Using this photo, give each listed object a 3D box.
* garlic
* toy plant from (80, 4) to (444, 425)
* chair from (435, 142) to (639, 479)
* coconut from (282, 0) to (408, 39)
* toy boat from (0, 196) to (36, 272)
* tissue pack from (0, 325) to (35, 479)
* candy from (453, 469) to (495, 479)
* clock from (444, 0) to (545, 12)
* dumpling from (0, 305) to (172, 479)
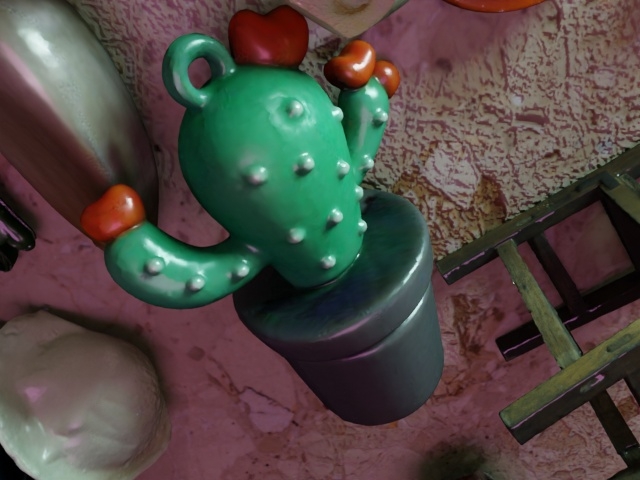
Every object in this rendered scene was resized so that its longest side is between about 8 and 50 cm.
[{"bbox_3d":[-0.210,-0.099,0.449,0.143,0.112,0.318,11,134,29],"label":"garlic"},{"bbox_3d":[-0.012,0.006,0.487,0.280,0.185,0.400,-25,129,1],"label":"toy plant"},{"bbox_3d":[0.357,0.037,0.524,0.416,0.240,0.203,-33,118,16],"label":"chair"},{"bbox_3d":[0.018,-0.203,0.379,0.122,0.116,0.116,21,118,-25],"label":"coconut"},{"bbox_3d":[-0.358,-0.046,0.506,0.104,0.052,0.210,-25,121,13],"label":"toy boat"},{"bbox_3d":[-0.416,0.309,0.519,0.253,0.416,0.264,-11,125,4],"label":"tissue pack"},{"bbox_3d":[0.243,0.456,0.797,0.157,0.214,0.289,-27,125,13],"label":"candy"},{"bbox_3d":[0.145,-0.276,0.411,0.205,0.051,0.205,-2,122,-4],"label":"clock"},{"bbox_3d":[-0.254,0.187,0.602,0.126,0.166,0.215,0,127,17],"label":"dumpling"}]
